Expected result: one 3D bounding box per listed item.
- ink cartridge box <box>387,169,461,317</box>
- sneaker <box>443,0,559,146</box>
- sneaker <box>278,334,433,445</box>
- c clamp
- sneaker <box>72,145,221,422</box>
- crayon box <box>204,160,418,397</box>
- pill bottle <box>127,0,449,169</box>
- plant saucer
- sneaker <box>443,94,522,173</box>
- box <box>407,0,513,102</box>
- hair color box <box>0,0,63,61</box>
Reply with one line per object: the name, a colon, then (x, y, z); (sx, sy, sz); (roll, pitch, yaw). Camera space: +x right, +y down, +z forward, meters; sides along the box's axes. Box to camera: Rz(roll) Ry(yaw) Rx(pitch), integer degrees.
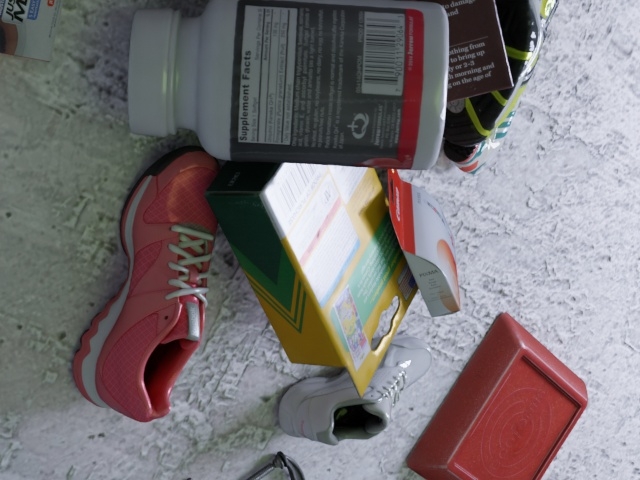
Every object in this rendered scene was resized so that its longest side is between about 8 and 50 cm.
ink cartridge box: (0.128, -0.017, 1.809); (0.045, 0.145, 0.179); (-13, 128, 12)
sneaker: (0.244, -0.294, 1.788); (0.147, 0.145, 0.385); (-6, 119, -54)
sneaker: (0.067, 0.202, 1.859); (0.232, 0.115, 0.090); (-29, 124, -27)
c clamp: (-0.086, 0.321, 1.846); (0.160, 0.022, 0.137); (-27, 123, -28)
sneaker: (-0.158, 0.055, 1.600); (0.116, 0.136, 0.314); (14, 98, -42)
crayon box: (0.000, 0.000, 1.697); (0.203, 0.083, 0.323); (-59, 137, -38)
pill bottle: (-0.034, -0.167, 1.506); (0.318, 0.176, 0.176); (3, 110, -1)
plant saucer: (0.272, 0.270, 2.103); (0.259, 0.047, 0.258); (39, 81, -41)
sneaker: (0.220, -0.157, 1.888); (0.161, 0.057, 0.075); (-57, 149, -8)
box: (0.075, -0.332, 1.583); (0.191, 0.143, 0.381); (-13, 125, 7)
hair color box: (-0.331, -0.232, 1.397); (0.167, 0.053, 0.093); (5, 105, -39)
